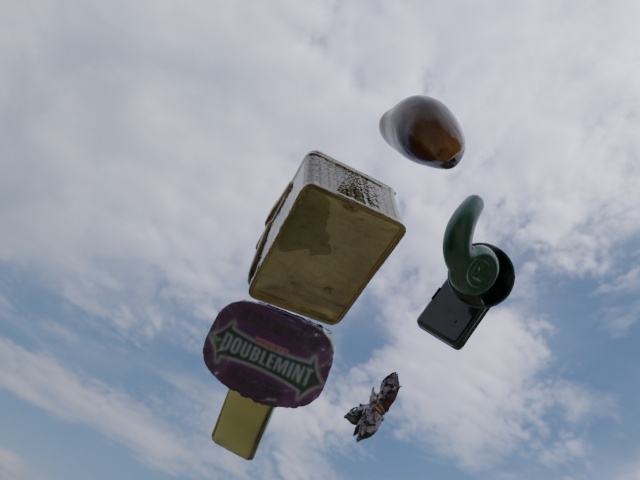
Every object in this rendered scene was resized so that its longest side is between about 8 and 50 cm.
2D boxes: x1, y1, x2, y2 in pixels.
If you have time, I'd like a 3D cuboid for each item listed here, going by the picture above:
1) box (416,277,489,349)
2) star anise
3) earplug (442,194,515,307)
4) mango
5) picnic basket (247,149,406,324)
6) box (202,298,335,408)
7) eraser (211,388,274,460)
[{"bbox_3d":[0.415,0.201,1.267,0.160,0.230,0.050,29,-16,44],"label":"box"},{"bbox_3d":[0.121,0.397,0.990,0.053,0.212,0.157,44,-35,5],"label":"star anise"},{"bbox_3d":[0.385,0.048,1.075,0.164,0.257,0.280,-29,-17,6],"label":"earplug"},{"bbox_3d":[0.191,-0.214,0.814,0.111,0.267,0.133,-41,-63,3],"label":"mango"},{"bbox_3d":[0.000,0.000,0.897,0.228,0.175,0.312,22,-59,-15],"label":"picnic basket"},{"bbox_3d":[-0.047,0.151,0.586,0.134,0.097,0.345,19,-11,5],"label":"box"},{"bbox_3d":[-0.177,0.418,1.002,0.117,0.058,0.172,24,-79,12],"label":"eraser"}]
